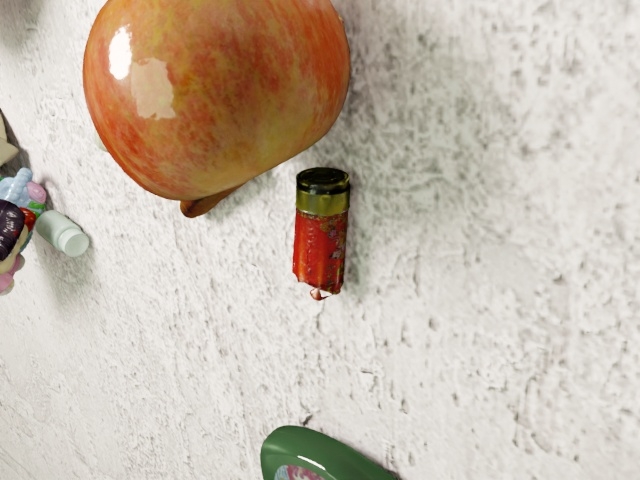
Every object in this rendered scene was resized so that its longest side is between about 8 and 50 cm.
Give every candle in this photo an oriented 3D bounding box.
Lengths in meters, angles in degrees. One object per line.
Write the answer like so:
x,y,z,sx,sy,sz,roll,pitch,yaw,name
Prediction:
0.000,0.000,0.541,0.052,0.052,0.130,22,122,35,candle

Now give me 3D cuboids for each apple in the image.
-0.077,-0.131,0.447,0.210,0.209,0.164,-7,115,44,apple

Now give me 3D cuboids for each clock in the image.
-0.496,-0.017,0.898,0.195,0.100,0.193,-35,38,53,clock

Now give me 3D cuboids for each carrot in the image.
-0.119,-0.061,0.627,0.139,0.048,0.048,-30,86,46,carrot

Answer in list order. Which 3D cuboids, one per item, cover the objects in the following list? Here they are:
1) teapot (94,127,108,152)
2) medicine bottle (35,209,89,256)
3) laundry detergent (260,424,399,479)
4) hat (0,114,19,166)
-0.218,-0.114,0.692,0.083,0.057,0.067,29,162,27,teapot
-0.398,-0.010,0.899,0.083,0.047,0.047,31,126,30,medicine bottle
0.034,0.281,0.624,0.211,0.063,0.137,8,117,37,laundry detergent
-0.590,-0.147,0.969,0.173,0.144,0.166,44,136,-2,hat
